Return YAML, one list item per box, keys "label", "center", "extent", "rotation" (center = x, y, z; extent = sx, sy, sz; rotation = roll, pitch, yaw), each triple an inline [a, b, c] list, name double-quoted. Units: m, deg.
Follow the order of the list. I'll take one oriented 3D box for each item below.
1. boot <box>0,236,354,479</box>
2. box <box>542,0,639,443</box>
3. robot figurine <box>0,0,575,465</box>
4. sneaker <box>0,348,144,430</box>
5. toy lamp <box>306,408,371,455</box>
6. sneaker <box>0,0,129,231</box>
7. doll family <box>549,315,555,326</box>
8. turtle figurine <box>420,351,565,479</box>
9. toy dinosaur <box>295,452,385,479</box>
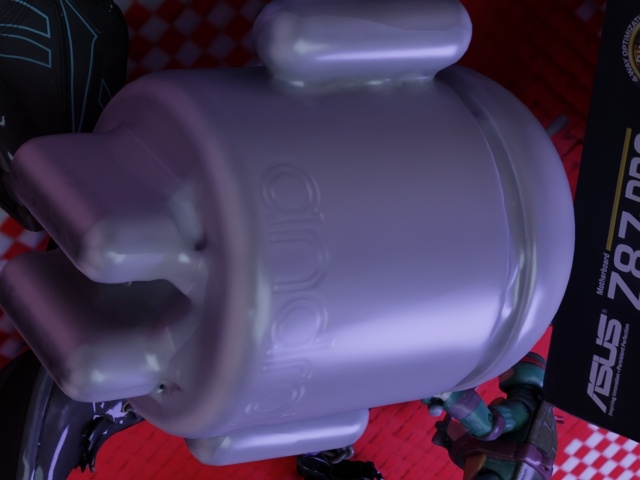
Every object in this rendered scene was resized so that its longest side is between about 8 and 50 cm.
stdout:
- label: "boot"
  center: [-0.076, 0.096, 0.992]
  extent: [0.229, 0.091, 0.263]
  rotation: [22, 73, -22]
- label: "box"
  center: [0.275, -0.108, 1.012]
  extent: [0.318, 0.097, 0.395]
  rotation: [-34, 137, -45]
- label: "robot figurine"
  center: [0.000, 0.000, 0.898]
  extent: [0.353, 0.200, 0.300]
  rotation: [-7, 126, -33]
- label: "sneaker"
  center: [-0.129, 0.083, 1.078]
  extent: [0.234, 0.084, 0.097]
  rotation: [-18, 167, -25]
- label: "toy lamp"
  center: [0.045, 0.036, 1.127]
  extent: [0.080, 0.080, 0.275]
  rotation: [15, 113, -38]
- label: "sneaker"
  center: [-0.173, -0.128, 0.871]
  extent: [0.106, 0.101, 0.267]
  rotation: [-36, 142, -21]
- label: "doll family"
  center: [0.216, 0.041, 1.205]
  extent: [0.193, 0.111, 0.076]
  rotation: [-16, 131, -19]
- label: "turtle figurine"
  center: [0.115, 0.155, 1.158]
  extent: [0.175, 0.118, 0.234]
  rotation: [69, 36, -57]
- label: "toy dinosaur"
  center: [-0.012, 0.286, 1.274]
  extent: [0.322, 0.164, 0.218]
  rotation: [-12, 147, -46]
